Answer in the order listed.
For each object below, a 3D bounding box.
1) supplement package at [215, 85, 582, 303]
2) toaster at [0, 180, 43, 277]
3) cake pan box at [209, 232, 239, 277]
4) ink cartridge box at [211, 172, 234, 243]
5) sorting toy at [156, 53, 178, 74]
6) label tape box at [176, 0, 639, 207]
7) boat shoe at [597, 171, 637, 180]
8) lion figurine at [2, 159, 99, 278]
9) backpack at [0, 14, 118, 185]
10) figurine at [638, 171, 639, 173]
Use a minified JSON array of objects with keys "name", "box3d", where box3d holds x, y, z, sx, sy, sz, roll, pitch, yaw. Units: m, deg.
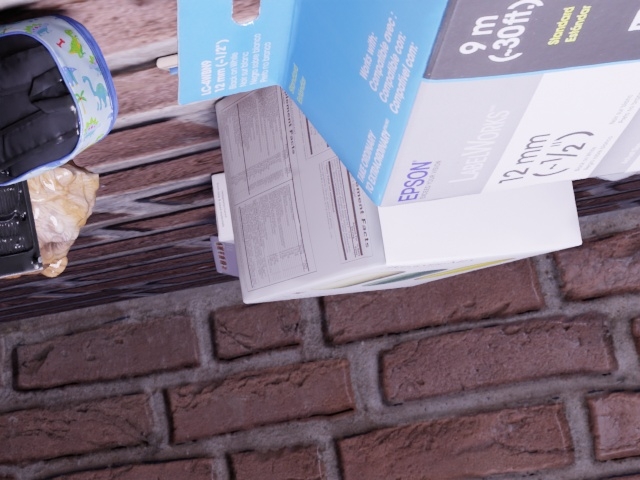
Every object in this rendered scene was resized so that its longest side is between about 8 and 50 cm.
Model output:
[{"name":"supplement package","box3d":[0.058,-0.063,1.124,0.199,0.198,0.263,-5,173,-29]},{"name":"toaster","box3d":[-0.303,-0.047,0.930,0.110,0.185,0.168,-9,-177,25]},{"name":"cake pan box","box3d":[0.000,0.000,1.853,0.246,0.070,0.267,-19,-167,-24]},{"name":"ink cartridge box","box3d":[-0.012,-0.054,1.642,0.218,0.092,0.158,-8,175,13]},{"name":"sorting toy","box3d":[-0.084,-0.144,1.029,0.083,0.012,0.062,-10,174,14]},{"name":"label tape box","box3d":[0.098,-0.121,0.727,0.348,0.115,0.249,-10,158,-11]},{"name":"boat shoe","box3d":[0.281,-0.111,1.368,0.119,0.121,0.335,-16,174,25]},{"name":"lion figurine","box3d":[-0.381,-0.019,1.174,0.392,0.142,0.240,-10,176,7]},{"name":"backpack","box3d":[-0.194,-0.101,0.867,0.114,0.105,0.084,-13,-165,34]},{"name":"figurine","box3d":[0.498,-0.128,1.639,0.215,0.092,0.209,-16,-174,-44]}]
